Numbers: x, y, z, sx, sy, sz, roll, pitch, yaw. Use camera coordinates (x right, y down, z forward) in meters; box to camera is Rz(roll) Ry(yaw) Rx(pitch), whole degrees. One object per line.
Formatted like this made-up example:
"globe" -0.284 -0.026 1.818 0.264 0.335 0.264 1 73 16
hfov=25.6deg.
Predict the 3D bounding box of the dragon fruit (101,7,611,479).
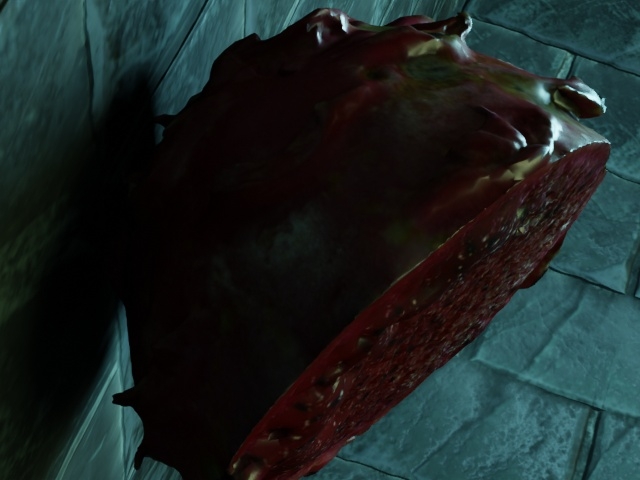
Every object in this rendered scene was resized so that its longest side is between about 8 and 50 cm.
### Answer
"dragon fruit" 0.000 0.000 0.948 0.371 0.249 0.386 -30 161 -36
